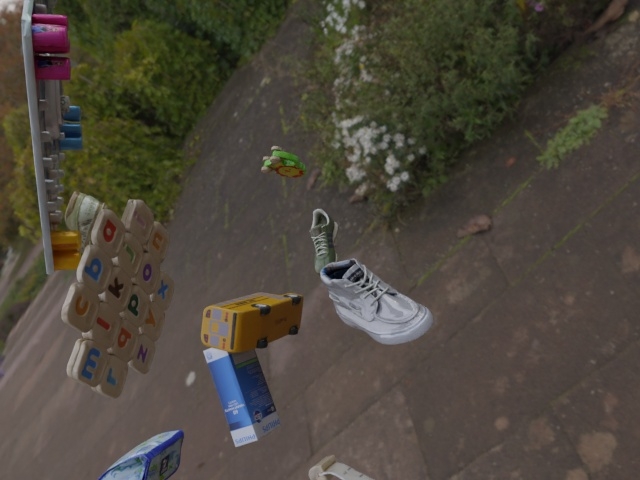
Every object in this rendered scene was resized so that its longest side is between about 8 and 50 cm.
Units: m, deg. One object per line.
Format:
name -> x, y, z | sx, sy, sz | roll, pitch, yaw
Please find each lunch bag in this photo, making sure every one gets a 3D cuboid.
lunch bag -> -0.344, 0.444, 1.234 | 0.151, 0.096, 0.129 | -49, -10, 18

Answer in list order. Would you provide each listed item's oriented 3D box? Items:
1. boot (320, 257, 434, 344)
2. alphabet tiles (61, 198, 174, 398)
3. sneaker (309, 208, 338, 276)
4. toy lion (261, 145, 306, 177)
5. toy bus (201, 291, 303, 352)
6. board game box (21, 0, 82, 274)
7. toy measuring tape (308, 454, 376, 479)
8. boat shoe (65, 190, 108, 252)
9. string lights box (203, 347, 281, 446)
boot -> 0.084, 0.100, 1.117 | 0.095, 0.123, 0.258 | -41, 21, -23
alphabet tiles -> -0.300, 0.088, 0.960 | 0.021, 0.278, 0.283 | 7, 65, 12
sneaker -> 0.000, 0.000, 1.617 | 0.064, 0.086, 0.192 | -17, 43, 24
toy lion -> -0.074, -0.164, 1.369 | 0.100, 0.096, 0.034 | 146, 133, -64
toy bus -> -0.164, 0.206, 1.651 | 0.130, 0.333, 0.108 | 8, 96, 23
board game box -> -0.389, -0.216, 0.938 | 0.389, 0.051, 0.389 | -111, 27, -45
toy measuring tape -> 0.128, 0.338, 0.651 | 0.330, 0.121, 0.121 | 15, 75, 28
boat shoe -> -0.561, -0.029, 1.550 | 0.285, 0.090, 0.104 | 126, 156, -70
string lights box -> -0.204, 0.392, 1.658 | 0.077, 0.133, 0.259 | -23, 81, 22
